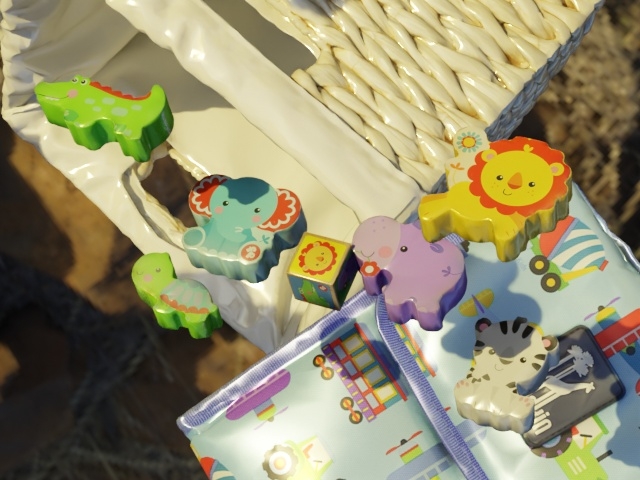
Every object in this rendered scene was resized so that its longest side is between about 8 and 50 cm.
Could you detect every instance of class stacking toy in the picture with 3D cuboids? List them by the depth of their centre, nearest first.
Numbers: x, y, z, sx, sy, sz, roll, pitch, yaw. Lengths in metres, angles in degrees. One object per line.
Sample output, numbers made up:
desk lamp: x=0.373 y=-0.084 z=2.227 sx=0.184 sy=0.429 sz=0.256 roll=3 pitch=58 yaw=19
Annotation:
stacking toy: x=0.000 y=0.000 z=0.697 sx=0.167 sy=0.221 sz=0.052 roll=76 pitch=33 yaw=-56

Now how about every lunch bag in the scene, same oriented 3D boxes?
lunch bag: x=0.105 y=0.115 z=0.937 sx=0.293 sy=0.221 sz=0.138 roll=-37 pitch=163 yaw=12

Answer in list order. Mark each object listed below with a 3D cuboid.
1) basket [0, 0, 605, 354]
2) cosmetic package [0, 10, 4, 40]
basket: x=-0.027 y=-0.131 z=1.160 sx=0.266 sy=0.328 sz=0.331 roll=-47 pitch=174 yaw=-22
cosmetic package: x=-0.252 y=-0.229 z=1.462 sx=0.115 sy=0.041 sz=0.060 roll=-14 pitch=113 yaw=27
